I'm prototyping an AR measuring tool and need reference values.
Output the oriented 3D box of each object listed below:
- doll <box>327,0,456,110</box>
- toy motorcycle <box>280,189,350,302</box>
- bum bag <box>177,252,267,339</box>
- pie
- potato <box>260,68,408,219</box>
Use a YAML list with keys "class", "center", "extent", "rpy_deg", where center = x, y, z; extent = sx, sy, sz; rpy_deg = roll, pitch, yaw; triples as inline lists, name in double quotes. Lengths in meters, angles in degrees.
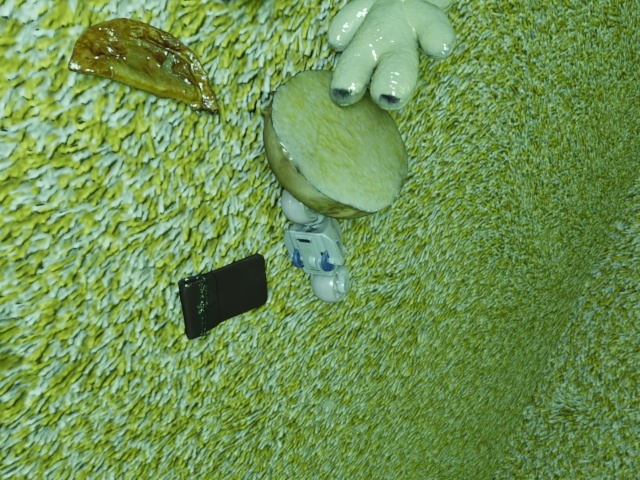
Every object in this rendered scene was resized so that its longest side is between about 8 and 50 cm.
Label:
- class: "doll"
  center: [0.104, -0.312, 0.752]
  extent: [0.175, 0.149, 0.278]
  rpy_deg: [23, 76, -7]
- class: "toy motorcycle"
  center: [0.000, 0.000, 0.882]
  extent: [0.112, 0.112, 0.254]
  rpy_deg: [-35, 127, -24]
- class: "bum bag"
  center: [-0.155, 0.090, 0.828]
  extent: [0.159, 0.026, 0.109]
  rpy_deg: [-21, 123, -33]
- class: "pie"
  center: [-0.209, -0.221, 0.624]
  extent: [0.191, 0.033, 0.088]
  rpy_deg: [9, 89, -42]
- class: "potato"
  center: [0.015, -0.131, 0.770]
  extent: [0.239, 0.116, 0.299]
  rpy_deg: [52, 42, -1]
